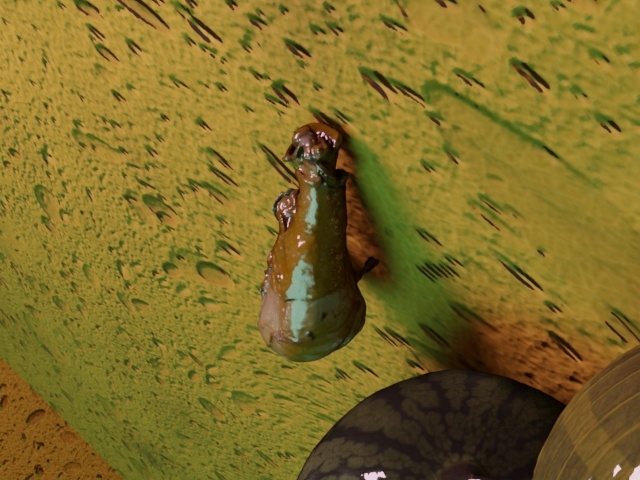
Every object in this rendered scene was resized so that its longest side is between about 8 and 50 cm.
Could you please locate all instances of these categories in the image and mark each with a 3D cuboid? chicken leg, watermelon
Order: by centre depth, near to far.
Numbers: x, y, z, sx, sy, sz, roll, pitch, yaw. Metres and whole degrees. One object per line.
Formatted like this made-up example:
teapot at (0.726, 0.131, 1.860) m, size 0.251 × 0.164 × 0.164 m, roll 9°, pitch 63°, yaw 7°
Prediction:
watermelon at (0.106, 0.241, 0.746) m, size 0.279 × 0.279 × 0.359 m, roll 31°, pitch 153°, yaw 22°
chicken leg at (-0.001, 0.002, 0.758) m, size 0.085 × 0.101 × 0.207 m, roll 24°, pitch 128°, yaw 27°

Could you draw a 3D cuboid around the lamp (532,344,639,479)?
lamp at (0.233, 0.159, 0.515) m, size 0.250 × 0.250 × 0.284 m, roll 31°, pitch -170°, yaw 23°
